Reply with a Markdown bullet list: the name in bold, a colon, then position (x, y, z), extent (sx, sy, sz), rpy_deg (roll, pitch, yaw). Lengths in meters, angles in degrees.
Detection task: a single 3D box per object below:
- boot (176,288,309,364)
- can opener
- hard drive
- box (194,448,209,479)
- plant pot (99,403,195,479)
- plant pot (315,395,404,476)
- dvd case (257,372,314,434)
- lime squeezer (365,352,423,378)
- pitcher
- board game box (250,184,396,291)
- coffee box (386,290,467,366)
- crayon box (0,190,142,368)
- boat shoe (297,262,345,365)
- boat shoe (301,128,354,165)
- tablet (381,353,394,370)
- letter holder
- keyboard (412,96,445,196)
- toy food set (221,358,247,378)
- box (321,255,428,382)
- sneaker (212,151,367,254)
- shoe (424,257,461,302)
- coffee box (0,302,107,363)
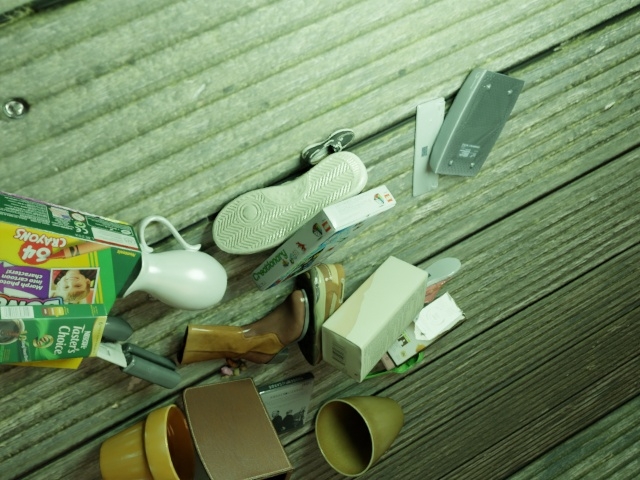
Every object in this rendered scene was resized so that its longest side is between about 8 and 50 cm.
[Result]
- **boot**: position (-0.188, 0.207, 1.393), extent (0.280, 0.096, 0.264), rpy_deg (7, 138, -28)
- **can opener**: position (-0.411, 0.254, 1.300), extent (0.095, 0.076, 0.283), rpy_deg (-42, 137, 7)
- **hard drive**: position (0.359, -0.273, 1.348), extent (0.171, 0.054, 0.255), rpy_deg (-1, 125, -38)
- **box**: position (-0.379, 0.669, 1.594), extent (0.181, 0.181, 0.119), rpy_deg (-2, 126, -30)
- **plant pot**: position (-0.441, 0.542, 1.452), extent (0.187, 0.205, 0.205), rpy_deg (-16, 135, 0)
- **plant pot**: position (0.155, 0.602, 1.867), extent (0.254, 0.237, 0.237), rpy_deg (-5, 129, -46)
- **dvd case**: position (-0.116, 0.506, 1.734), extent (0.179, 0.030, 0.239), rpy_deg (-9, 130, -26)
- **lime squeezer**: position (0.265, 0.380, 1.850), extent (0.310, 0.059, 0.110), rpy_deg (-39, 137, 3)
- **pitcher**: position (-0.294, 0.050, 1.180), extent (0.207, 0.125, 0.178), rpy_deg (16, 94, -38)
- **board game box**: position (0.000, 0.000, 1.222), extent (0.193, 0.053, 0.305), rpy_deg (-23, 169, -43)
- **coffee box**: position (0.303, 0.271, 1.719), extent (0.246, 0.098, 0.141), rpy_deg (-33, 163, -3)
- **crayon box**: position (-0.561, 0.077, 1.031), extent (0.362, 0.106, 0.313), rpy_deg (16, 116, -40)
- **boat shoe**: position (0.010, 0.192, 1.485), extent (0.119, 0.122, 0.324), rpy_deg (-16, 134, -25)
- **boat shoe**: position (0.022, -0.197, 1.219), extent (0.125, 0.038, 0.046), rpy_deg (-24, 135, -13)
- **tablet**: position (0.217, 0.367, 1.816), extent (0.054, 0.006, 0.083), rpy_deg (-31, 108, -2)
- **letter holder**: position (-0.238, 0.527, 1.475), extent (0.214, 0.302, 0.152), rpy_deg (-1, 127, -31)
- **keyboard**: position (0.255, -0.216, 1.373), extent (0.072, 0.014, 0.256), rpy_deg (-17, 133, -13)
- **toy food set**: position (-0.224, 0.326, 1.519), extent (0.077, 0.019, 0.122), rpy_deg (-3, 127, -31)
- **box**: position (0.144, 0.194, 1.479), extent (0.311, 0.121, 0.148), rpy_deg (-40, 144, -37)
- **sneaker**: position (-0.057, -0.065, 1.231), extent (0.349, 0.131, 0.148), rpy_deg (-23, 172, 6)
- **shoe**: position (0.330, 0.119, 1.669), extent (0.177, 0.063, 0.081), rpy_deg (-30, 138, 0)
- **coffee box**: position (-0.494, 0.168, 1.047), extent (0.184, 0.040, 0.113), rpy_deg (4, 125, -36)
